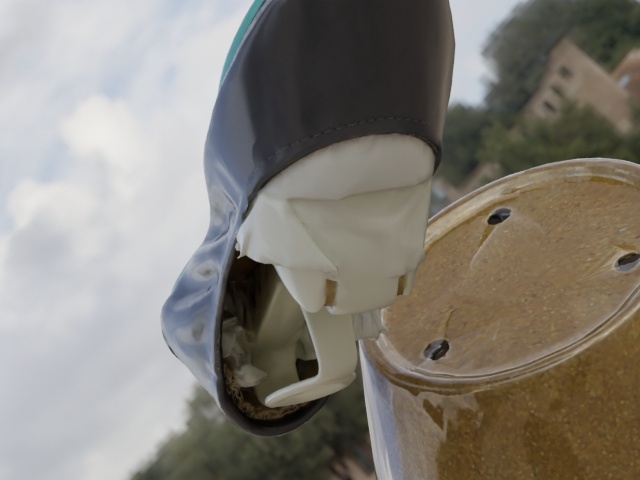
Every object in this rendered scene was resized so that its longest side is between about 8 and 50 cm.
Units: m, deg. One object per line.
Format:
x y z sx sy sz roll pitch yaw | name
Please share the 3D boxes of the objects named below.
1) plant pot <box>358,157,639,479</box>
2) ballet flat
0.118 0.104 0.636 0.237 0.254 0.237 -23 30 14 | plant pot
0.000 0.000 0.492 0.074 0.074 0.203 -40 -14 -31 | ballet flat
